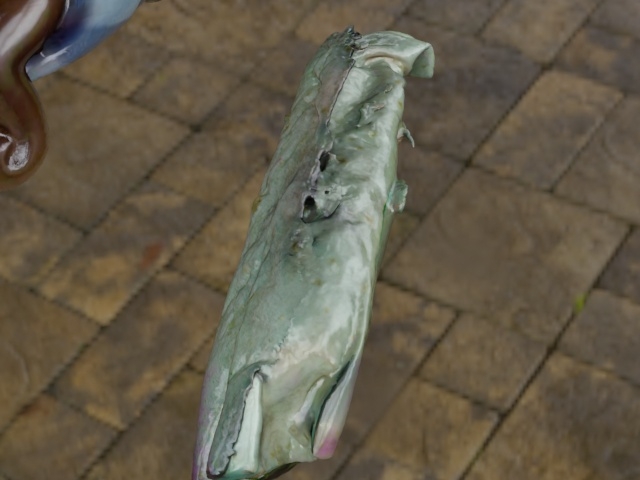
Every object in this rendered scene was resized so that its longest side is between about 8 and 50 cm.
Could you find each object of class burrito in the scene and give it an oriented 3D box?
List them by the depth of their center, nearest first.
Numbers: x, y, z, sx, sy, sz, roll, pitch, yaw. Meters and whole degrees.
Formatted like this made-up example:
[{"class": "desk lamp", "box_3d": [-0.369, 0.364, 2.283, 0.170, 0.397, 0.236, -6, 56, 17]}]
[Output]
[{"class": "burrito", "box_3d": [-0.003, 0.000, 0.856, 0.066, 0.096, 0.309, 36, 48, -24]}]

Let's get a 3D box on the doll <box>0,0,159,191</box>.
[{"class": "doll", "box_3d": [-0.182, -0.162, 0.885, 0.339, 0.209, 0.318, -30, 79, -26]}]
